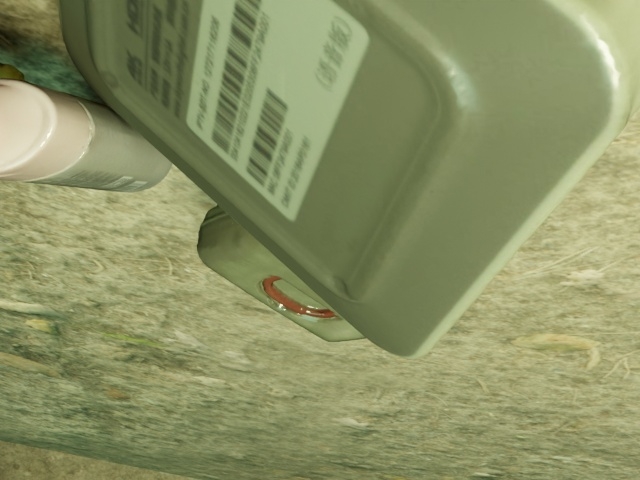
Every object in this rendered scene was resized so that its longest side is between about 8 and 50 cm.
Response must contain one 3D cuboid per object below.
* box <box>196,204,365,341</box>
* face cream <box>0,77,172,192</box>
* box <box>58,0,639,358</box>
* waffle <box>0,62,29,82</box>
[{"bbox_3d":[0.000,0.000,0.853,0.148,0.129,0.210,-15,141,42],"label":"box"},{"bbox_3d":[-0.202,-0.078,0.728,0.107,0.073,0.269,-9,180,10],"label":"face cream"},{"bbox_3d":[-0.024,-0.117,0.538,0.373,0.090,0.367,41,152,10],"label":"box"},{"bbox_3d":[-0.380,-0.176,0.732,0.300,0.058,0.281,20,162,15],"label":"waffle"}]
